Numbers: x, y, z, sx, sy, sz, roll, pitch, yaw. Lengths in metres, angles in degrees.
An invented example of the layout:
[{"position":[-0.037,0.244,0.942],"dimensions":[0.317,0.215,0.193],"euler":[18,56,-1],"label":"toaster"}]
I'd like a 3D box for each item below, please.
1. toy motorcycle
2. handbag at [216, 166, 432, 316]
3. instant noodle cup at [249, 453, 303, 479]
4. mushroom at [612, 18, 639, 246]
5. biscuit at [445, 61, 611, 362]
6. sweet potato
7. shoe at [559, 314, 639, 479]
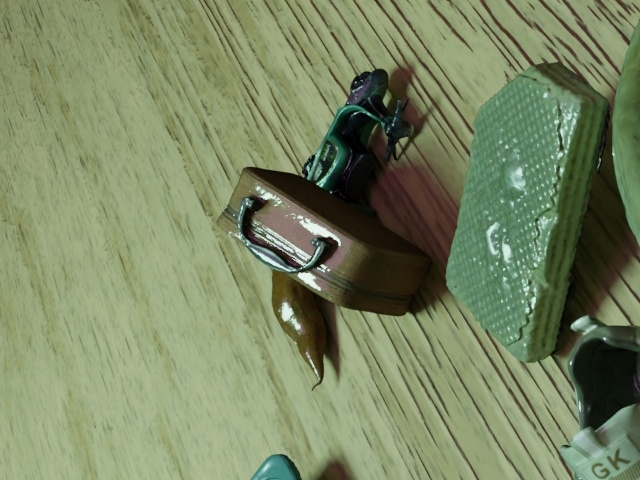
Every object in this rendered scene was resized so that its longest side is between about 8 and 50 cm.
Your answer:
[{"position":[0.040,-0.094,1.639],"dimensions":[0.100,0.058,0.173],"euler":[35,105,47],"label":"toy motorcycle"},{"position":[0.000,0.000,1.530],"dimensions":[0.193,0.151,0.072],"euler":[34,103,28],"label":"handbag"},{"position":[-0.032,0.316,1.527],"dimensions":[0.157,0.070,0.179],"euler":[-55,37,20],"label":"instant noodle cup"},{"position":[0.327,-0.120,1.189],"dimensions":[0.247,0.130,0.344],"euler":[18,90,60],"label":"mushroom"},{"position":[0.172,-0.034,1.350],"dimensions":[0.150,0.052,0.252],"euler":[-128,41,-51],"label":"biscuit"},{"position":[-0.022,0.073,1.648],"dimensions":[0.056,0.056,0.195],"euler":[-42,48,36],"label":"sweet potato"},{"position":[0.246,0.179,1.132],"dimensions":[0.124,0.159,0.316],"euler":[-41,41,34],"label":"shoe"}]
